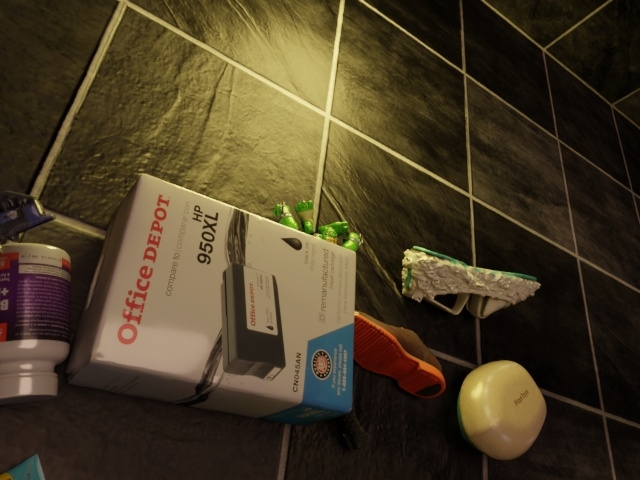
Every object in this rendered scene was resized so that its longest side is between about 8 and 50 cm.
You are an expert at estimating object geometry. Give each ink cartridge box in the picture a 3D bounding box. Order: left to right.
[{"bbox_3d":[-0.148,0.109,0.821,0.394,0.166,0.286,20,57,-27],"label":"ink cartridge box"}]

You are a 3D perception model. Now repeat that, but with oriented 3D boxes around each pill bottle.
[{"bbox_3d":[-0.387,0.110,0.681,0.108,0.108,0.194,5,65,-35],"label":"pill bottle"}]

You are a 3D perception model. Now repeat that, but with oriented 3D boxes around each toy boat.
[{"bbox_3d":[0.401,0.426,1.108,0.267,0.148,0.318,-8,66,-44],"label":"toy boat"}]

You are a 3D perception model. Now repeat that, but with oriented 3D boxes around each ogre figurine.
[{"bbox_3d":[0.000,0.000,1.041,0.197,0.096,0.118,39,30,-34],"label":"ogre figurine"}]

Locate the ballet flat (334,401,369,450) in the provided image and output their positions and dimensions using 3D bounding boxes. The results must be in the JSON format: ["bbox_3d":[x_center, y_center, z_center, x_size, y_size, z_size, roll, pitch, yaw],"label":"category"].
[{"bbox_3d":[0.047,0.297,0.911,0.049,0.057,0.173,-29,122,-25],"label":"ballet flat"}]

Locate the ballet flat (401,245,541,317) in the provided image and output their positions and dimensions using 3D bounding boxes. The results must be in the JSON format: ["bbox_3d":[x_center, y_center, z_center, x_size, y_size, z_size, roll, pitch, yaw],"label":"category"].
[{"bbox_3d":[0.349,0.114,1.239,0.408,0.147,0.147,13,61,-28],"label":"ballet flat"}]

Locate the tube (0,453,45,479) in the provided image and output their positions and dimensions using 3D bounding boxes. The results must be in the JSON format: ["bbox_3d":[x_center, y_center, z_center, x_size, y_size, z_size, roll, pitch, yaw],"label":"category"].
[{"bbox_3d":[-0.391,0.313,0.577,0.207,0.052,0.080,8,63,-71],"label":"tube"}]

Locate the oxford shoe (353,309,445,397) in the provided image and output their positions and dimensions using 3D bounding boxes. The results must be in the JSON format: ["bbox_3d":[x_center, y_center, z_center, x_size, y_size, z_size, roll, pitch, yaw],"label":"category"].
[{"bbox_3d":[0.139,0.214,1.050,0.271,0.097,0.098,40,30,-20],"label":"oxford shoe"}]

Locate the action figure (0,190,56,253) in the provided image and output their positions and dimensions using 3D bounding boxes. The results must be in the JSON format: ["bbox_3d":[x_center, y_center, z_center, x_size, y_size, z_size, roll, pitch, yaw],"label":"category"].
[{"bbox_3d":[-0.493,-0.007,0.623,0.341,0.178,0.330,-18,84,-16],"label":"action figure"}]
